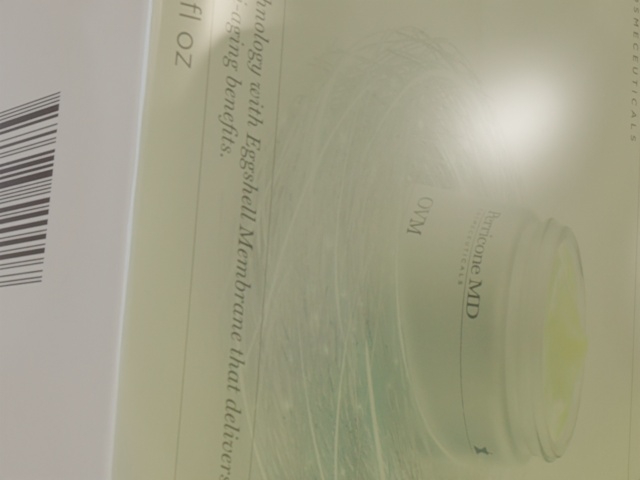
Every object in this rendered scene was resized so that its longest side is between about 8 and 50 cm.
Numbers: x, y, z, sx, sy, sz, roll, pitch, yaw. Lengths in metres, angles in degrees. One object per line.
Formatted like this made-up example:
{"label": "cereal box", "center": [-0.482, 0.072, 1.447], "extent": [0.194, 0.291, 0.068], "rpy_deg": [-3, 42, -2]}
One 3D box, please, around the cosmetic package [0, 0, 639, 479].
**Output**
{"label": "cosmetic package", "center": [0.000, 0.000, 0.480], "extent": [0.225, 0.224, 0.138], "rpy_deg": [10, -11, -38]}
